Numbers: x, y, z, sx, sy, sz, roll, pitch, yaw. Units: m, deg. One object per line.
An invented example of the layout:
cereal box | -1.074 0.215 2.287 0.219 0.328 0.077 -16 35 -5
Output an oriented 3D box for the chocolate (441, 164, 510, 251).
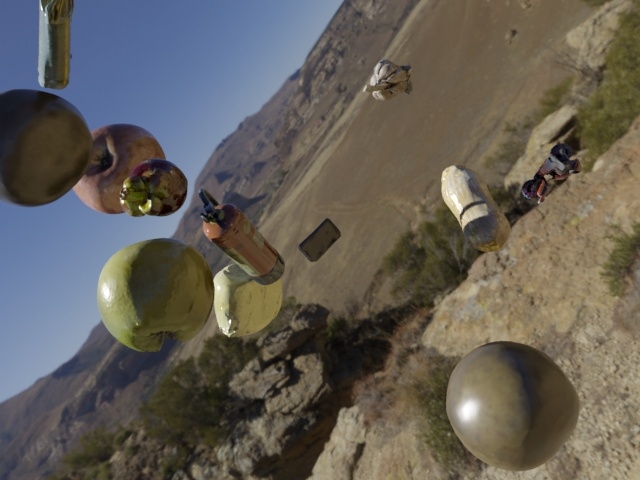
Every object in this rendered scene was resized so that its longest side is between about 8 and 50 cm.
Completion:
chocolate | 0.457 -0.096 1.423 0.134 0.134 0.309 -46 51 35

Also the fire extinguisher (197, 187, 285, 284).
fire extinguisher | -0.249 -0.016 1.350 0.200 0.376 0.113 27 74 34

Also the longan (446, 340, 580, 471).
longan | 0.444 0.381 1.131 0.297 0.297 0.297 -51 12 15

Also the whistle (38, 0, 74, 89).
whistle | -0.515 -0.385 0.932 0.327 0.057 0.067 -17 59 59

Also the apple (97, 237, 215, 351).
apple | -0.414 0.140 1.223 0.292 0.292 0.254 -47 50 32

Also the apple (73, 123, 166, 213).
apple | -0.729 -0.261 1.722 0.344 0.345 0.269 -54 12 -1

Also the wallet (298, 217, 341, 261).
wallet | 0.000 0.000 1.577 0.156 0.082 0.018 -46 11 -27

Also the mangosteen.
mangosteen | -0.410 -0.118 1.189 0.155 0.146 0.181 -60 17 23

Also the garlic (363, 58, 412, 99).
garlic | 0.204 -0.511 1.571 0.194 0.127 0.131 -35 -41 -31

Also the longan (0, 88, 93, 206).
longan | -0.591 -0.184 0.990 0.248 0.248 0.248 -51 12 15

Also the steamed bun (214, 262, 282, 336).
steamed bun | -0.258 0.191 1.613 0.273 0.166 0.231 -26 -56 -48

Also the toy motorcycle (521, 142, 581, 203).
toy motorcycle | 0.764 -0.212 1.570 0.212 0.118 0.084 -53 -13 5
